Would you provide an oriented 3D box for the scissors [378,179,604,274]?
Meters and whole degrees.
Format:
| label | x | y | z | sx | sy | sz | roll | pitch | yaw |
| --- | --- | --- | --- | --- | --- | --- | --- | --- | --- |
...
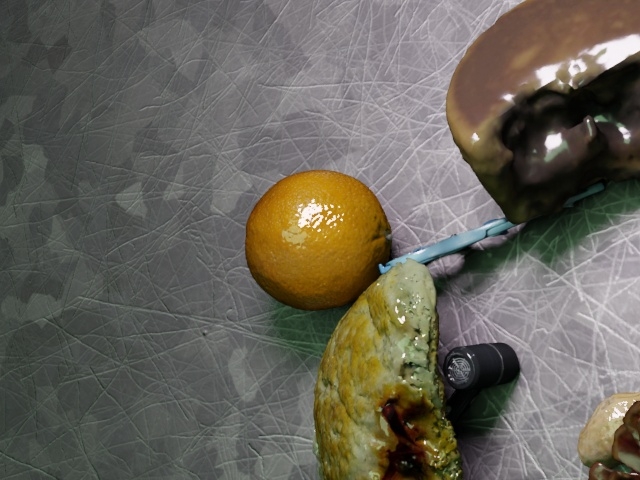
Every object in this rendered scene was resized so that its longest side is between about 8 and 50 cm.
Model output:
| label | x | y | z | sx | sy | sz | roll | pitch | yaw |
| --- | --- | --- | --- | --- | --- | --- | --- | --- | --- |
| scissors | 0.280 | -0.017 | 1.629 | 0.393 | 0.180 | 0.032 | -22 | 89 | 13 |

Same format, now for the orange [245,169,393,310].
| label | x | y | z | sx | sy | sz | roll | pitch | yaw |
| --- | --- | --- | --- | --- | --- | --- | --- | --- | --- |
| orange | 0.000 | 0.000 | 1.735 | 0.264 | 0.264 | 0.264 | -8 | 75 | 32 |

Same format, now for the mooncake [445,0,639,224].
| label | x | y | z | sx | sy | sz | roll | pitch | yaw |
| --- | --- | --- | --- | --- | --- | --- | --- | --- | --- |
| mooncake | 0.414 | -0.201 | 1.476 | 0.394 | 0.246 | 0.393 | 18 | 69 | 39 |

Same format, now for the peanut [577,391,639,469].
| label | x | y | z | sx | sy | sz | roll | pitch | yaw |
| --- | --- | --- | --- | --- | --- | --- | --- | --- | --- |
| peanut | 0.470 | 0.268 | 1.452 | 0.214 | 0.099 | 0.099 | -30 | 64 | 25 |

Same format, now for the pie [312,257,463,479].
| label | x | y | z | sx | sy | sz | roll | pitch | yaw |
| --- | --- | --- | --- | --- | --- | --- | --- | --- | --- |
| pie | 0.104 | 0.248 | 1.593 | 0.395 | 0.180 | 0.418 | 157 | 117 | -70 |

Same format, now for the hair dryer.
| label | x | y | z | sx | sy | sz | roll | pitch | yaw |
| --- | --- | --- | --- | --- | --- | --- | --- | --- | --- |
| hair dryer | 0.225 | 0.258 | 1.617 | 0.071 | 0.124 | 0.219 | 50 | 124 | 33 |

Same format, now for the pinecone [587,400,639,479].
| label | x | y | z | sx | sy | sz | roll | pitch | yaw |
| --- | --- | --- | --- | --- | --- | --- | --- | --- | --- |
| pinecone | 0.513 | 0.342 | 1.208 | 0.398 | 0.398 | 0.397 | -8 | 75 | 32 |
